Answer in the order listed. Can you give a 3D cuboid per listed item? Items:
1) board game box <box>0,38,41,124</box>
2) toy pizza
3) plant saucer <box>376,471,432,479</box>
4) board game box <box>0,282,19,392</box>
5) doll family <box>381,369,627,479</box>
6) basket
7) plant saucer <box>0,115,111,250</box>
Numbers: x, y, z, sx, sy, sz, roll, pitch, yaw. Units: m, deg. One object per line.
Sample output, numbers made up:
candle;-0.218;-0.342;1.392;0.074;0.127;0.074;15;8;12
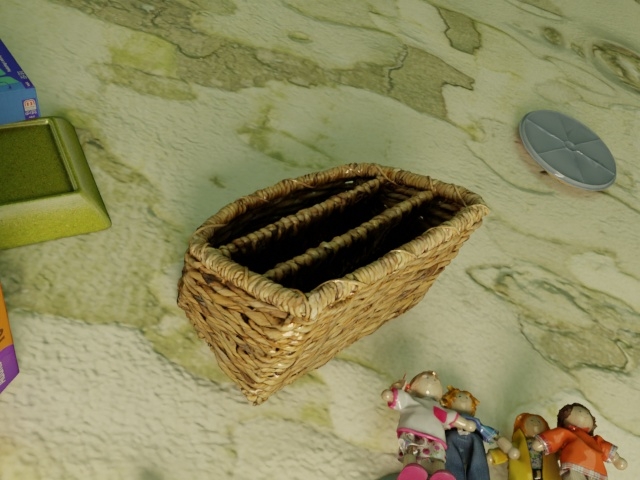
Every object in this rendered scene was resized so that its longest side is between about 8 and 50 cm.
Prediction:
board game box;-0.470;-0.182;0.726;0.210;0.047;0.160;-24;55;-31
toy pizza;0.452;-0.164;1.130;0.201;0.032;0.201;12;50;-14
plant saucer;0.113;0.326;0.614;0.195;0.037;0.195;11;52;-14
board game box;-0.475;0.057;0.380;0.356;0.356;0.356;29;49;3
doll family;0.185;0.232;0.668;0.263;0.118;0.163;13;35;3
basket;0.000;0.000;0.701;0.299;0.223;0.213;-26;66;-34
plant saucer;-0.371;-0.081;0.734;0.188;0.045;0.188;-15;60;-30
